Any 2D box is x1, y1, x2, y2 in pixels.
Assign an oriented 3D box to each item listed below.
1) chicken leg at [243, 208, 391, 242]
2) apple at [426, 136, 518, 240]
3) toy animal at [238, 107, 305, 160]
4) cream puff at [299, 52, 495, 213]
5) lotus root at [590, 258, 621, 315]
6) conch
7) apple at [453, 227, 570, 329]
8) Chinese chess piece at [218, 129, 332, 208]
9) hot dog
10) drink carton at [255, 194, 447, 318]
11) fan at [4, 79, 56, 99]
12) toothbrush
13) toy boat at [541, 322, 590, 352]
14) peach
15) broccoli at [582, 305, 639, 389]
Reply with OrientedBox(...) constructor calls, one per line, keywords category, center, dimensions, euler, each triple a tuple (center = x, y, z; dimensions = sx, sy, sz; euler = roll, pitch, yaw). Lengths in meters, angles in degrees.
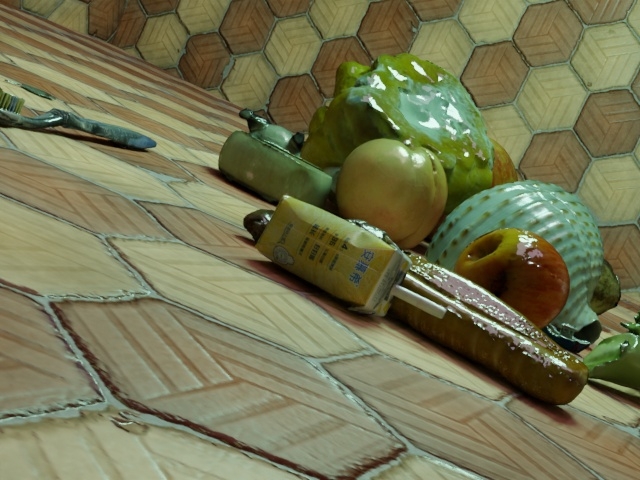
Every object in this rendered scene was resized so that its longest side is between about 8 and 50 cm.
OrientedBox(category="chicken leg", center=(-0.001, 0.002, 1.173), dimensions=(0.198, 0.069, 0.085), euler=(14, 36, -25))
OrientedBox(category="apple", center=(0.270, -0.123, 2.120), dimensions=(0.309, 0.250, 0.277), euler=(18, 11, -29))
OrientedBox(category="toy animal", center=(-0.079, -0.192, 2.112), dimensions=(0.225, 0.093, 0.121), euler=(27, -1, 21))
OrientedBox(category="cream puff", center=(0.125, -0.170, 1.876), dimensions=(0.378, 0.275, 0.378), euler=(18, 48, -20))
OrientedBox(category="lotus root", center=(0.488, 0.074, 1.944), dimensions=(0.214, 0.138, 0.138), euler=(25, 8, 6))
OrientedBox(category="conch", center=(0.343, 0.012, 1.628), dimensions=(0.303, 0.215, 0.319), euler=(6, 16, -35))
OrientedBox(category="apple", center=(0.233, 0.051, 1.230), dimensions=(0.147, 0.146, 0.146), euler=(24, 8, -4))
OrientedBox(category="Chinese chess piece", center=(-0.074, -0.109, 1.602), dimensions=(0.189, 0.083, 0.188), euler=(26, 5, -2))
OrientedBox(category="hot dog", center=(0.147, 0.085, 1.043), dimensions=(0.289, 0.068, 0.083), euler=(33, 34, 25))
OrientedBox(category="drink carton", center=(0.034, 0.027, 1.015), dimensions=(0.200, 0.084, 0.074), euler=(26, -6, 27))
OrientedBox(category="fan", center=(-0.453, -0.236, 1.539), dimensions=(0.083, 0.004, 0.056), euler=(17, 11, -41))
OrientedBox(category="toothbrush", center=(-0.313, -0.150, 1.288), dimensions=(0.035, 0.042, 0.413), euler=(27, 6, 16))
OrientedBox(category="toy boat", center=(0.357, 0.136, 1.448), dimensions=(0.083, 0.038, 0.038), euler=(29, 9, 34))
OrientedBox(category="peach", center=(0.112, -0.072, 1.585), dimensions=(0.184, 0.184, 0.184), euler=(24, 8, -4))
OrientedBox(category="broccoli", center=(0.506, 0.143, 1.314), dimensions=(0.302, 0.186, 0.254), euler=(31, 17, 0))
